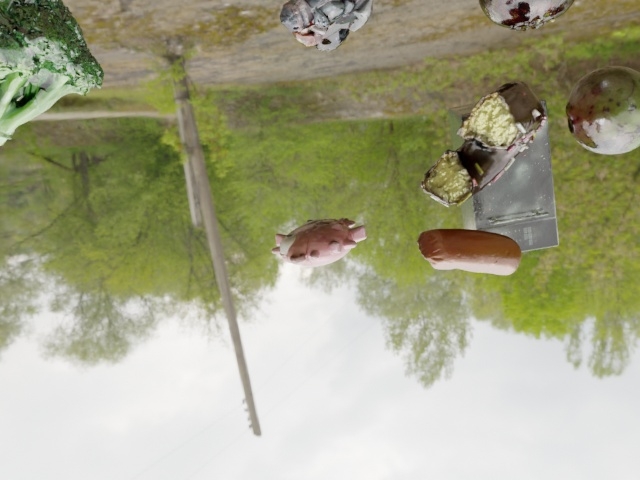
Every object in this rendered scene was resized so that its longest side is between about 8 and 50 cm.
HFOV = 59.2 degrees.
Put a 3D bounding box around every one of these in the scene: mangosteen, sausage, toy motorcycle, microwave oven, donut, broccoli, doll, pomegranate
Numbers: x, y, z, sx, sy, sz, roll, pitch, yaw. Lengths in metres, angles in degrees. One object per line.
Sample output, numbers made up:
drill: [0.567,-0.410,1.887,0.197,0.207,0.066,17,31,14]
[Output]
mangosteen: [0.496,-0.644,1.323,0.231,0.289,0.231,11,-173,-1]
sausage: [0.366,0.024,1.346,0.348,0.097,0.094,7,144,-39]
toy motorcycle: [0.035,-0.507,1.052,0.207,0.134,0.401,-25,164,-36]
microwave oven: [0.559,-0.212,1.759,0.236,0.432,0.374,-9,-164,8]
donut: [0.412,-0.232,1.378,0.259,0.136,0.345,-23,158,-46]
broccoli: [-0.516,-0.292,0.886,0.308,0.275,0.308,24,-165,-7]
doll: [0.000,0.000,1.270,0.211,0.093,0.262,0,-159,34]
pomegranate: [0.785,-0.364,1.448,0.306,0.242,0.242,-39,-172,5]
